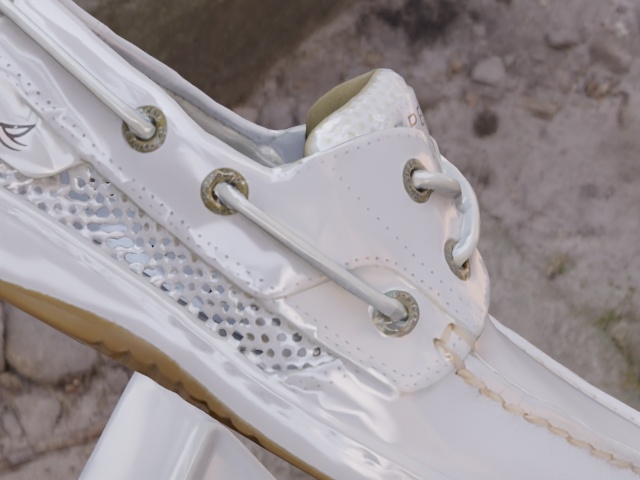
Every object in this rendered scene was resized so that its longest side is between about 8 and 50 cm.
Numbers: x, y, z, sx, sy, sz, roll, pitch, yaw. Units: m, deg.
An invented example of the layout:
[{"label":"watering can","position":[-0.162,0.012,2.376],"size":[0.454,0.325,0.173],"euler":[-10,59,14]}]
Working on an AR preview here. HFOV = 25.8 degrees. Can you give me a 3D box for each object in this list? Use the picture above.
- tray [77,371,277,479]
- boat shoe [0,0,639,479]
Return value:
[{"label":"tray","position":[0.006,0.176,0.538],"size":[0.270,0.030,0.145],"euler":[49,32,-18]},{"label":"boat shoe","position":[0.000,0.000,0.367],"size":[0.277,0.098,0.096],"euler":[28,96,-11]}]
